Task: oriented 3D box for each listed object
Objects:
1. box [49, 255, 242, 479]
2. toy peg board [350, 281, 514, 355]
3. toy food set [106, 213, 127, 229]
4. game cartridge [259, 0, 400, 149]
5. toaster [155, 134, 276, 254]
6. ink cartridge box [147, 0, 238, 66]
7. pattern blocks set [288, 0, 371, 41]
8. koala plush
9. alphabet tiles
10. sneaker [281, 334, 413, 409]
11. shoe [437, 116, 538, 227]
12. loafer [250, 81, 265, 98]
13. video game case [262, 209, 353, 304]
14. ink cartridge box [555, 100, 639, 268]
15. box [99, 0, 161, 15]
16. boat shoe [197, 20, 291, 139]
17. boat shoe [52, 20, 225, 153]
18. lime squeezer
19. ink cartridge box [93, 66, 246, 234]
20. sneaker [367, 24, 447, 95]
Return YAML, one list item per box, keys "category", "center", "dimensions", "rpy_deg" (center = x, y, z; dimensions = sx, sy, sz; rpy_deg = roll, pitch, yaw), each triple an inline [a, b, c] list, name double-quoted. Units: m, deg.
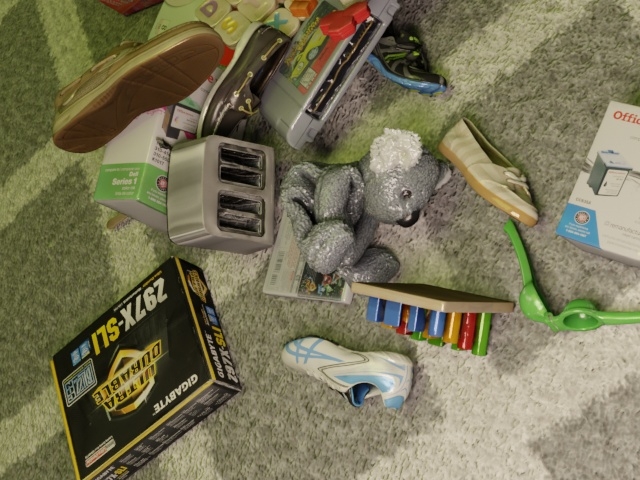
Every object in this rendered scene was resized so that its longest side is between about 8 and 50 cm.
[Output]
- category: "box"
  center: [-0.295, 0.219, 2.072]
  dimensions: [0.322, 0.079, 0.257]
  rpy_deg: [-38, 50, 22]
- category: "toy peg board"
  center: [0.147, 0.108, 1.697]
  dimensions: [0.161, 0.160, 0.079]
  rpy_deg: [10, 95, 42]
- category: "toy food set"
  center: [-0.352, -0.120, 2.293]
  dimensions: [0.132, 0.038, 0.192]
  rpy_deg: [-29, 61, 37]
- category: "game cartridge"
  center: [0.008, -0.299, 2.007]
  dimensions: [0.294, 0.060, 0.196]
  rpy_deg: [-57, 24, 8]
- category: "toaster"
  center: [-0.158, -0.074, 1.987]
  dimensions: [0.110, 0.185, 0.168]
  rpy_deg: [-13, 73, 48]
- category: "ink cartridge box"
  center: [-0.194, -0.418, 2.266]
  dimensions: [0.232, 0.066, 0.189]
  rpy_deg: [20, 86, 47]
- category: "pattern blocks set"
  center: [0.081, -0.421, 1.933]
  dimensions: [0.285, 0.026, 0.325]
  rpy_deg: [-31, 30, -1]
- category: "koala plush"
  center: [0.074, -0.070, 1.793]
  dimensions: [0.221, 0.196, 0.203]
  rpy_deg: [-35, 60, 16]
- category: "alphabet tiles"
  center: [-0.085, -0.457, 2.166]
  dimensions: [0.284, 0.021, 0.278]
  rpy_deg: [-44, 50, 1]
- category: "sneaker"
  center: [0.028, 0.189, 1.804]
  dimensions: [0.237, 0.085, 0.086]
  rpy_deg: [6, 72, 43]
- category: "shoe"
  center: [0.238, -0.097, 1.750]
  dimensions: [0.058, 0.076, 0.219]
  rpy_deg: [-54, 45, 16]
- category: "loafer"
  center: [-0.112, -0.311, 2.144]
  dimensions: [0.062, 0.061, 0.170]
  rpy_deg: [-35, 54, 24]
- category: "video game case"
  center: [0.000, 0.000, 1.950]
  dimensions: [0.173, 0.022, 0.190]
  rpy_deg: [4, 74, 42]
- category: "ink cartridge box"
  center: [0.405, -0.067, 1.595]
  dimensions: [0.139, 0.082, 0.191]
  rpy_deg: [20, 88, 43]
- category: "box"
  center: [-0.360, -0.610, 2.424]
  dimensions: [0.154, 0.142, 0.300]
  rpy_deg: [-13, 65, 36]
- category: "boat shoe"
  center: [-0.125, -0.245, 2.042]
  dimensions: [0.068, 0.081, 0.228]
  rpy_deg: [26, 89, 20]
- category: "boat shoe"
  center: [-0.298, -0.262, 1.967]
  dimensions: [0.341, 0.121, 0.110]
  rpy_deg: [-27, 59, 25]
- category: "lime squeezer"
  center: [0.330, 0.075, 1.630]
  dimensions: [0.110, 0.059, 0.310]
  rpy_deg: [-40, 42, -20]
- category: "ink cartridge box"
  center: [-0.241, -0.164, 2.097]
  dimensions: [0.117, 0.201, 0.278]
  rpy_deg: [0, 72, 39]
- category: "sneaker"
  center: [0.129, -0.280, 1.924]
  dimensions: [0.078, 0.067, 0.188]
  rpy_deg: [-58, 44, 14]
